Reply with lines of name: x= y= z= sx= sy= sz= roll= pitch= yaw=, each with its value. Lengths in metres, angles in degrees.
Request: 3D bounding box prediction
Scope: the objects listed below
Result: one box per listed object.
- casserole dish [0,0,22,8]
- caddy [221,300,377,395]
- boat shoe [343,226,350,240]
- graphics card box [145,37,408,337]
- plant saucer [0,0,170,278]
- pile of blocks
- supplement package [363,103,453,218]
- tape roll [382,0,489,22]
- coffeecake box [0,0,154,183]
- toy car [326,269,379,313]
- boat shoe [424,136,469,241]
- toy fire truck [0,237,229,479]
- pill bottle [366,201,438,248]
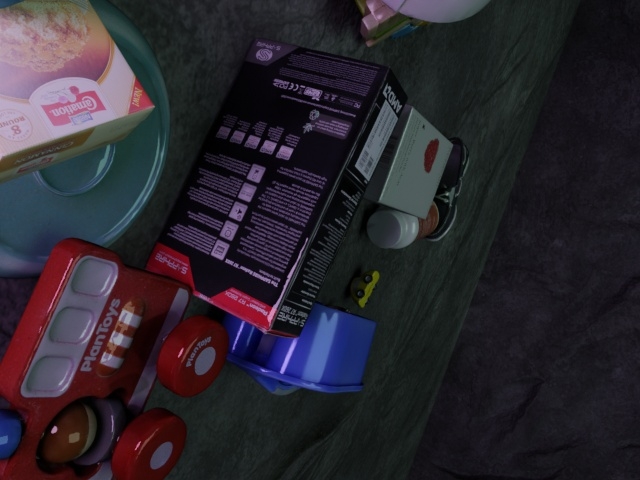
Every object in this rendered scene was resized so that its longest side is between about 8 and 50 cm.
casserole dish: x=-0.263 y=-0.239 z=0.419 sx=0.037 sy=0.188 sz=0.114 roll=-32 pitch=-162 yaw=44
caddy: x=-0.044 y=0.190 z=1.058 sx=0.341 sy=0.241 sz=0.179 roll=29 pitch=78 yaw=-63
boat shoe: x=0.000 y=0.000 z=1.175 sx=0.207 sy=0.073 sz=0.073 roll=-29 pitch=133 yaw=-52
graphics card box: x=-0.062 y=-0.080 z=0.814 sx=0.094 sy=0.232 sz=0.371 roll=30 pitch=82 yaw=-60
plant saucer: x=-0.268 y=-0.100 z=0.624 sx=0.317 sy=0.043 sz=0.318 roll=-43 pitch=146 yaw=-40
pile of blocks: x=0.136 y=-0.445 z=1.081 sx=0.113 sy=0.148 sz=0.362 roll=60 pitch=29 yaw=-4
supplement package: x=0.121 y=-0.162 z=1.160 sx=0.293 sy=0.175 sz=0.178 roll=9 pitch=102 yaw=-64
tape roll: x=0.176 y=-0.480 z=0.893 sx=0.286 sy=0.286 sz=0.100 roll=-57 pitch=-171 yaw=-20
coffeecake box: x=-0.248 y=-0.153 z=0.469 sx=0.142 sy=0.068 sz=0.186 roll=-37 pitch=98 yaw=-46
toy car: x=0.064 y=0.204 z=1.482 sx=0.239 sy=0.053 sz=0.225 roll=-41 pitch=144 yaw=-42
boat shoe: x=0.343 y=-0.149 z=1.681 sx=0.091 sy=0.114 sz=0.303 roll=44 pitch=59 yaw=-63
toy fire truck: x=-0.267 y=0.162 z=0.688 sx=0.302 sy=0.169 sz=0.254 roll=-66 pitch=152 yaw=-5
pill bottle: x=0.203 y=-0.047 z=1.469 sx=0.216 sy=0.121 sz=0.121 roll=-21 pitch=129 yaw=-57
